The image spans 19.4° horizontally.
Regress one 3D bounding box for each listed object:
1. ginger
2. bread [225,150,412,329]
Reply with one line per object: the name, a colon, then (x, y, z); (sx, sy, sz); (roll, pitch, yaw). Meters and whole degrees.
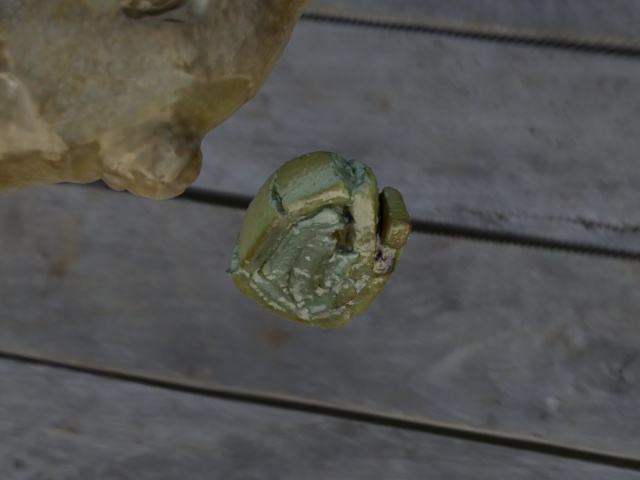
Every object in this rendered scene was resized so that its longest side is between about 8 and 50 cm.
ginger: (-0.082, -0.141, 0.994); (0.354, 0.126, 0.190); (-43, 68, -4)
bread: (0.000, 0.000, 1.425); (0.117, 0.156, 0.064); (20, 45, -9)
